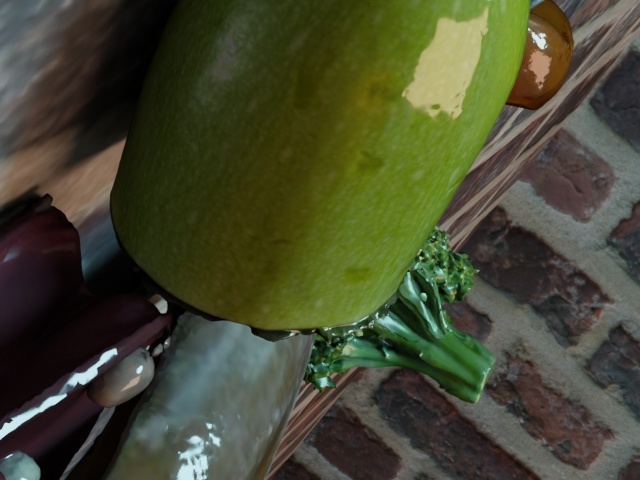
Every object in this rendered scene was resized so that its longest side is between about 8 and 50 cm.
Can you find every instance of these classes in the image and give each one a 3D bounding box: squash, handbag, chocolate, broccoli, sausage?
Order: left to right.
[{"bbox_3d":[-0.160,0.105,0.464,0.203,0.074,0.216,-39,168,-47],"label":"handbag"},{"bbox_3d":[-0.054,0.078,0.626,0.161,0.083,0.261,-51,-168,51],"label":"chocolate"},{"bbox_3d":[0.003,-0.057,0.428,0.123,0.123,0.187,-42,167,-39],"label":"squash"},{"bbox_3d":[0.072,0.074,1.148,0.194,0.194,0.219,-49,166,5],"label":"broccoli"},{"bbox_3d":[0.126,-0.126,0.863,0.089,0.089,0.179,-51,174,15],"label":"sausage"}]

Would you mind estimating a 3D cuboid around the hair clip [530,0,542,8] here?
[{"bbox_3d":[0.041,-0.102,0.651,0.048,0.083,0.275,-52,180,-15],"label":"hair clip"}]
